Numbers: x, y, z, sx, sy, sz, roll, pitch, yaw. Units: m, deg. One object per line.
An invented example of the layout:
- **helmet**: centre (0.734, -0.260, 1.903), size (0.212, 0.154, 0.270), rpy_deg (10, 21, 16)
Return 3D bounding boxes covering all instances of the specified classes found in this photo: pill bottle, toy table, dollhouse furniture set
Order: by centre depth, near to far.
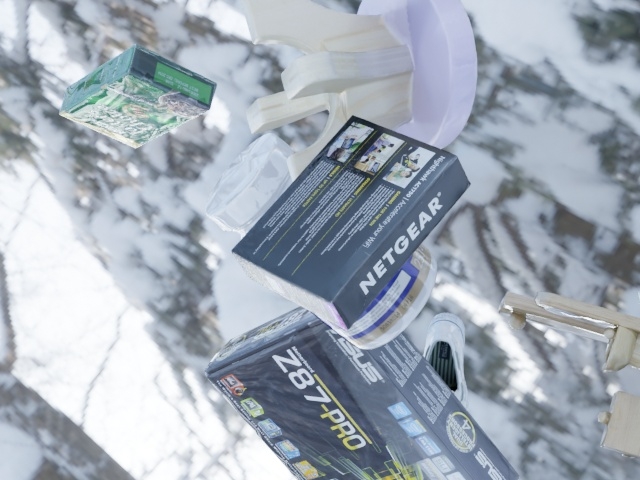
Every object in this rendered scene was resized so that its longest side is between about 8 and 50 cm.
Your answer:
- **dollhouse furniture set**: centre (0.158, 0.117, 0.836), size (0.144, 0.123, 0.151), rpy_deg (71, -145, -79)
- **toy table**: centre (0.026, -0.158, 1.298), size (0.161, 0.252, 0.274), rpy_deg (-16, -14, -15)
- **pill bottle**: centre (0.000, 0.000, 1.592), size (0.264, 0.153, 0.153), rpy_deg (39, -96, -21)

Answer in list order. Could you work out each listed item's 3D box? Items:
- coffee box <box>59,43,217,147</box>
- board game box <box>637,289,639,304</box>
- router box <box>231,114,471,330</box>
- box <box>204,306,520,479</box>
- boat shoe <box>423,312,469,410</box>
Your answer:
- **coffee box**: centre (-0.214, -0.164, 1.540), size (0.113, 0.184, 0.040), rpy_deg (24, -113, -31)
- **board game box**: centre (0.484, 0.077, 1.397), size (0.303, 0.097, 0.224), rpy_deg (-33, -61, -28)
- **router box**: centre (0.026, -0.020, 1.177), size (0.179, 0.133, 0.046), rpy_deg (-49, -43, -17)
- **box**: centre (0.059, 0.272, 1.980), size (0.395, 0.318, 0.097), rpy_deg (52, -137, -12)
- **boat shoe**: centre (0.183, 0.222, 2.054), size (0.076, 0.083, 0.226), rpy_deg (-62, -30, -56)
